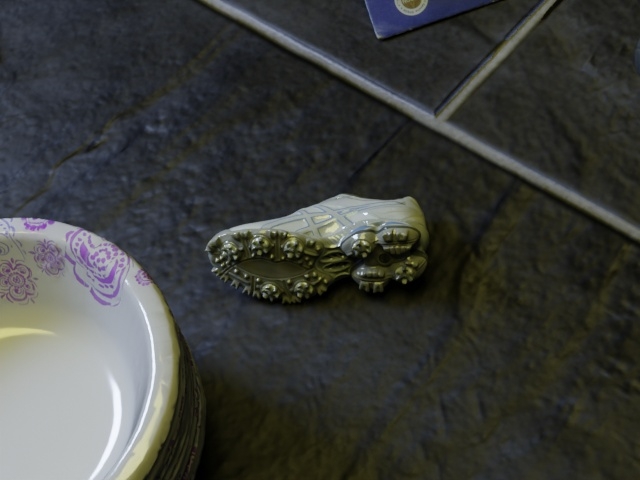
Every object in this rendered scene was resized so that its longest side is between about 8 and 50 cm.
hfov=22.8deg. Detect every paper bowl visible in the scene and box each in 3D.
[{"bbox_3d":[-0.224,0.136,1.145,0.284,0.148,0.284,-5,58,8],"label":"paper bowl"}]

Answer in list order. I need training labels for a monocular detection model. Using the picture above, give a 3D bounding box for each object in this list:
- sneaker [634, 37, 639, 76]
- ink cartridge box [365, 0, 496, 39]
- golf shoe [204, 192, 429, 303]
[{"bbox_3d":[0.373,-0.192,1.272,0.286,0.109,0.130,-19,46,-11],"label":"sneaker"},{"bbox_3d":[0.116,-0.315,1.379,0.223,0.045,0.224,-19,86,0],"label":"ink cartridge box"},{"bbox_3d":[0.000,0.000,1.256,0.176,0.069,0.086,-1,35,10],"label":"golf shoe"}]
